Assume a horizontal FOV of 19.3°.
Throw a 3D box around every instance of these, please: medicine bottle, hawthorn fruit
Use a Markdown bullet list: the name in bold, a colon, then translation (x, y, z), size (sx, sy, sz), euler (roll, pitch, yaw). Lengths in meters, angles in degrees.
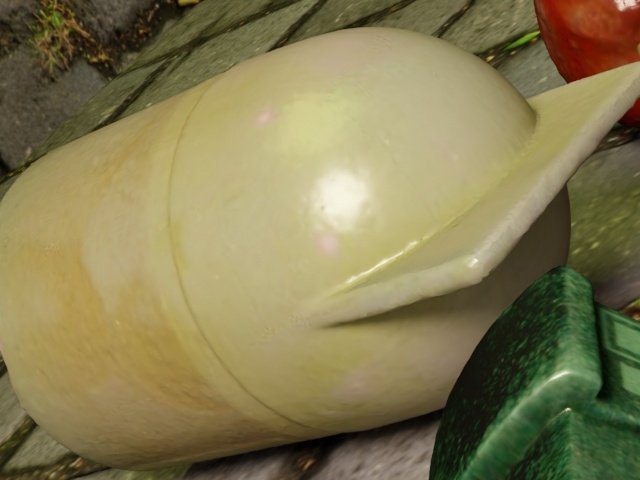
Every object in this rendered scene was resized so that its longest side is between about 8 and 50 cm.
- **medicine bottle**: translation (0.000, 0.000, 1.141), size (0.406, 0.236, 0.236), euler (-17, 23, 45)
- **hawthorn fruit**: translation (0.235, -0.166, 1.265), size (0.205, 0.205, 0.253), euler (-26, 25, 25)

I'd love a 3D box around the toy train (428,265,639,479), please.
- **toy train**: translation (0.119, 0.138, 0.587), size (0.330, 0.178, 0.138), euler (-77, 13, -66)
